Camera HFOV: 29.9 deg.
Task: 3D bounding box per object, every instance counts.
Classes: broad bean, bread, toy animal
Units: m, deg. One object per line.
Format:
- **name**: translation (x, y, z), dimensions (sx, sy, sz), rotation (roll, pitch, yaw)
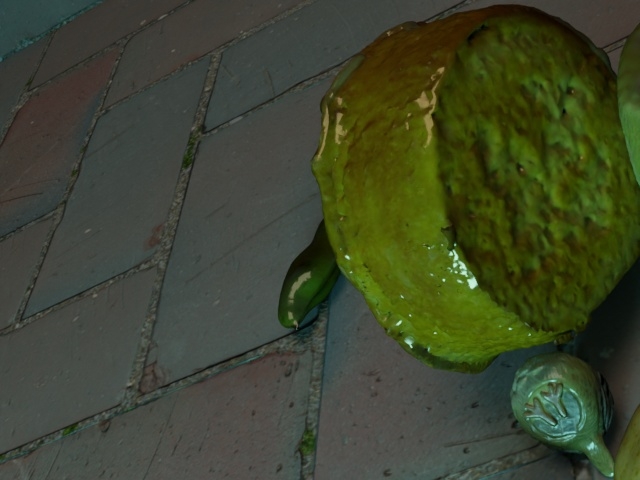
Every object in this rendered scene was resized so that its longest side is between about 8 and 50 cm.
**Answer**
- **broad bean**: translation (0.004, 0.006, 1.673), dimensions (0.075, 0.067, 0.325), rotation (8, 44, 12)
- **bread**: translation (0.173, -0.067, 1.262), dimensions (0.215, 0.398, 0.398), rotation (-12, 39, 52)
- **toy animal**: translation (0.252, 0.170, 1.187), dimensions (0.098, 0.137, 0.098), rotation (-39, -12, -10)

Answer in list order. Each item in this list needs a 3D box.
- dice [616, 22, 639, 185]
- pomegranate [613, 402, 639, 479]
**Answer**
- **dice**: translation (0.447, -0.123, 1.203), dimensions (0.238, 0.233, 0.227), rotation (-19, 36, 30)
- **pomegranate**: translation (0.334, 0.183, 0.955), dimensions (0.207, 0.207, 0.207), rotation (-27, 33, 19)
